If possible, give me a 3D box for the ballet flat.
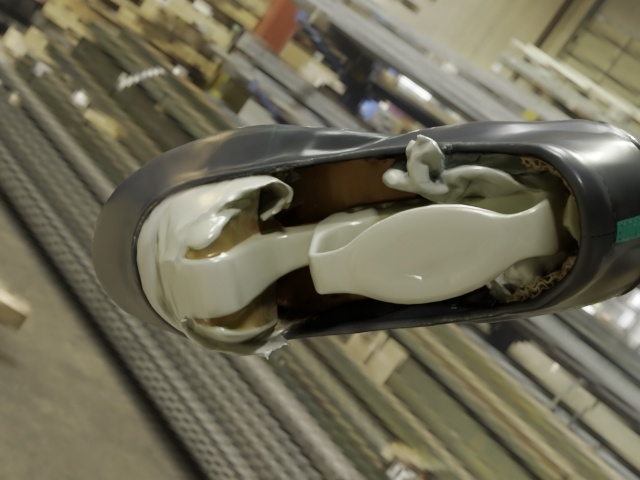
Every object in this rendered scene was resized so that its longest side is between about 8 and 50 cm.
[{"bbox_3d":[0.000,0.000,0.392,0.203,0.074,0.074,-5,-13,28],"label":"ballet flat"}]
